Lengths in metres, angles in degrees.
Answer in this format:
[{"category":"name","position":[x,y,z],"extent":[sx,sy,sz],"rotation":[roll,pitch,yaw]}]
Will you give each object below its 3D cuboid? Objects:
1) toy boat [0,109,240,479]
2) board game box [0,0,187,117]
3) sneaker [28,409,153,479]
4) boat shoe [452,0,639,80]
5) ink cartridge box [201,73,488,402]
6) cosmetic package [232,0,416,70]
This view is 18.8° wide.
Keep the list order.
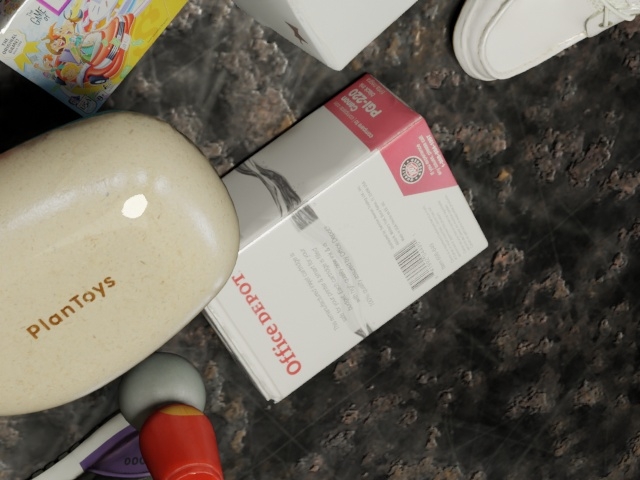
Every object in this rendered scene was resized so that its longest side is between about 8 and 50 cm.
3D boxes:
[{"category":"toy boat","position":[-0.163,0.056,1.360],"extent":[0.267,0.148,0.318],"rotation":[-29,127,3]},{"category":"board game box","position":[-0.153,-0.171,1.348],"extent":[0.154,0.026,0.103],"rotation":[-50,132,6]},{"category":"sneaker","position":[-0.204,0.255,1.532],"extent":[0.283,0.124,0.107],"rotation":[-42,132,-1]},{"category":"boat shoe","position":[0.227,-0.216,1.507],"extent":[0.277,0.096,0.098],"rotation":[-41,133,-2]},{"category":"ink cartridge box","position":[0.000,0.000,1.513],"extent":[0.218,0.092,0.159],"rotation":[-37,132,-8]},{"category":"cosmetic package","position":[0.062,-0.314,1.247],"extent":[0.385,0.217,0.156],"rotation":[-42,132,-10]}]
